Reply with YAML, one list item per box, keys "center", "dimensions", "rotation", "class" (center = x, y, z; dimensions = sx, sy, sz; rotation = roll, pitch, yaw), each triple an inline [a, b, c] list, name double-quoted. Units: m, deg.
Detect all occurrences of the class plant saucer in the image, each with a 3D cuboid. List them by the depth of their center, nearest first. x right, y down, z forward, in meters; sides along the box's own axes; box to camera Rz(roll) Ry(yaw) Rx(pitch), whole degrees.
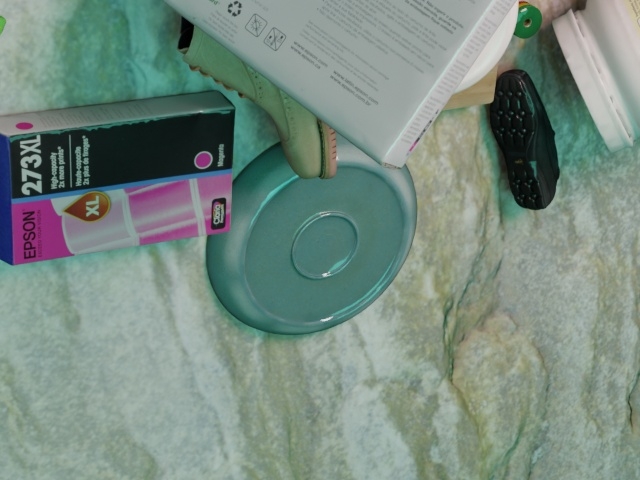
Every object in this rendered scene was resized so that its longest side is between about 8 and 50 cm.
- center: [0.000, 0.000, 1.940]
  dimensions: [0.318, 0.043, 0.317]
  rotation: [-14, 124, -21]
  class: "plant saucer"

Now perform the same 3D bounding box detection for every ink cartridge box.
- center: [0.045, -0.297, 1.491]
  dimensions: [0.330, 0.324, 0.071]
  rotation: [-55, 159, 10]
  class: "ink cartridge box"
- center: [-0.285, -0.073, 1.732]
  dimensions: [0.371, 0.069, 0.175]
  rotation: [-8, 121, -22]
  class: "ink cartridge box"

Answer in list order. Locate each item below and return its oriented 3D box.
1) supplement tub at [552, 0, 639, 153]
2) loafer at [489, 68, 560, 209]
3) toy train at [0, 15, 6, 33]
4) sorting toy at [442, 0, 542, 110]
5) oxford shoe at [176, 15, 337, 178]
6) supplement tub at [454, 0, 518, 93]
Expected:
- center: [0.494, -0.270, 1.881]
  dimensions: [0.325, 0.235, 0.235]
  rotation: [-24, 130, 15]
  class: "supplement tub"
- center: [0.289, -0.147, 2.000]
  dimensions: [0.078, 0.076, 0.223]
  rotation: [-51, 136, -40]
  class: "loafer"
- center: [-0.379, -0.219, 1.621]
  dimensions: [0.024, 0.017, 0.083]
  rotation: [9, 113, -44]
  class: "toy train"
- center: [0.159, -0.240, 1.883]
  dimensions: [0.275, 0.046, 0.132]
  rotation: [-11, 122, -23]
  class: "sorting toy"
- center: [-0.093, -0.229, 1.708]
  dimensions: [0.147, 0.140, 0.397]
  rotation: [-26, 118, -6]
  class: "oxford shoe"
- center: [0.086, -0.297, 1.665]
  dimensions: [0.191, 0.272, 0.191]
  rotation: [-14, 123, -22]
  class: "supplement tub"
